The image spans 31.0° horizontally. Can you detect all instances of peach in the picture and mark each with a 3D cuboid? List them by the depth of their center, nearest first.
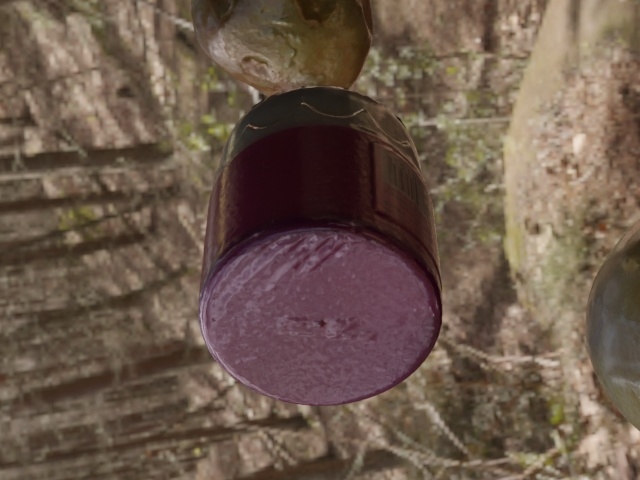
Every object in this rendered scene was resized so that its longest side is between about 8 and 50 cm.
[{"bbox_3d":[-0.040,-0.261,1.370,0.235,0.214,0.214,65,156,-5],"label":"peach"}]

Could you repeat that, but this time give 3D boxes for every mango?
[{"bbox_3d":[0.314,0.063,0.855,0.384,0.199,0.221,86,-177,-80],"label":"mango"}]

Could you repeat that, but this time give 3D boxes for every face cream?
[{"bbox_3d":[0.000,0.000,0.876,0.195,0.175,0.175,-89,10,-53],"label":"face cream"}]
